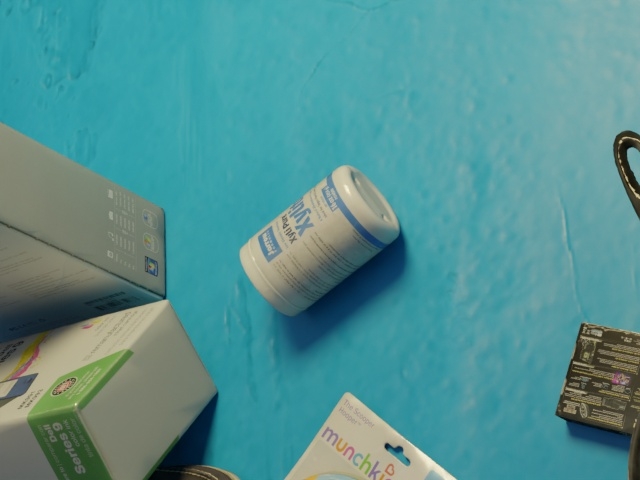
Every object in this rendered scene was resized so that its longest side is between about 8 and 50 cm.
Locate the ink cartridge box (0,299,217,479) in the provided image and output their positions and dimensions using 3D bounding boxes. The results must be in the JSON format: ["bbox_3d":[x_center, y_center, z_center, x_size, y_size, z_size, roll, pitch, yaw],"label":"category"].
[{"bbox_3d":[-0.213,0.139,1.141,0.212,0.093,0.154,-16,20,31],"label":"ink cartridge box"}]

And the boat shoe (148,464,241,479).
[{"bbox_3d":[-0.153,0.209,1.133,0.206,0.065,0.075,-11,66,31],"label":"boat shoe"}]

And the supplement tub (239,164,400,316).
[{"bbox_3d":[0.000,0.000,1.108,0.107,0.071,0.071,-39,54,15],"label":"supplement tub"}]

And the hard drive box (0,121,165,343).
[{"bbox_3d":[-0.267,-0.002,1.192,0.181,0.232,0.089,-17,63,28],"label":"hard drive box"}]

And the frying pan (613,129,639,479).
[{"bbox_3d":[0.242,0.099,0.900,0.197,0.053,0.326,-49,55,6],"label":"frying pan"}]

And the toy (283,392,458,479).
[{"bbox_3d":[-0.017,0.233,1.034,0.137,0.056,0.237,36,94,38],"label":"toy"}]

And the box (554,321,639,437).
[{"bbox_3d":[0.202,0.094,0.962,0.083,0.018,0.067,10,77,37],"label":"box"}]
